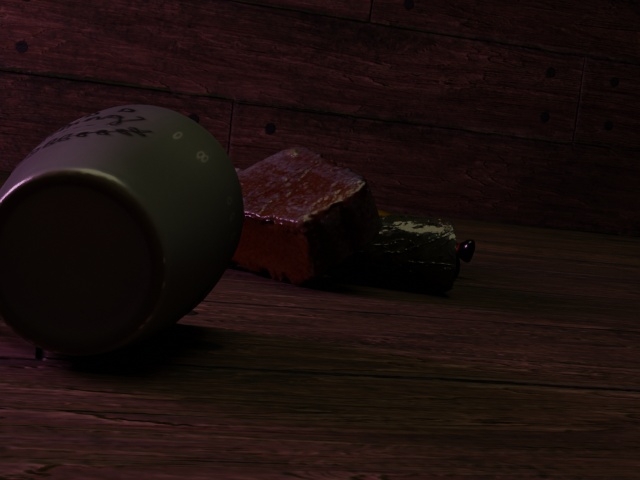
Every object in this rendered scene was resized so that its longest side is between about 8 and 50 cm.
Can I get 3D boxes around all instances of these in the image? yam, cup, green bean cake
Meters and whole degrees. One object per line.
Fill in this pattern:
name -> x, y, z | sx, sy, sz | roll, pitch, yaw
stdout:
yam -> 0.097, 0.014, 1.368 | 0.183, 0.107, 0.107 | 5, 5, 10
cup -> -0.200, 0.005, 0.793 | 0.258, 0.186, 0.234 | -17, 11, 7
green bean cake -> -0.046, -0.027, 1.309 | 0.199, 0.097, 0.233 | -34, 32, -19

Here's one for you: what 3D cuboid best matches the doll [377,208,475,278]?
doll -> 0.118, 0.002, 1.602 | 0.249, 0.088, 0.127 | 14, 8, 33

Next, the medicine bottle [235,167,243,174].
medicine bottle -> -0.176, -0.057, 1.634 | 0.250, 0.133, 0.133 | 8, 5, 7
